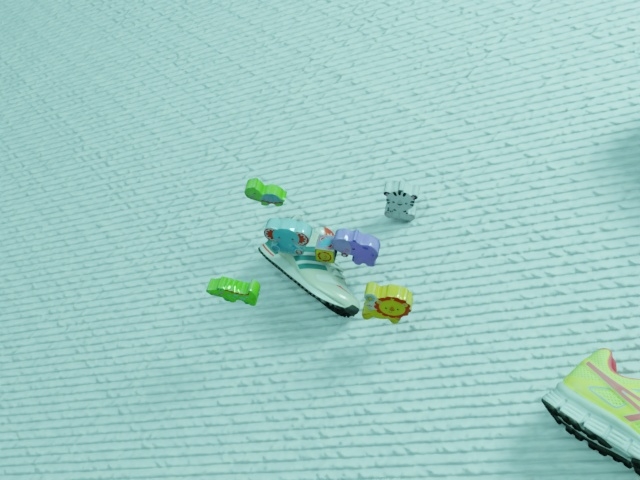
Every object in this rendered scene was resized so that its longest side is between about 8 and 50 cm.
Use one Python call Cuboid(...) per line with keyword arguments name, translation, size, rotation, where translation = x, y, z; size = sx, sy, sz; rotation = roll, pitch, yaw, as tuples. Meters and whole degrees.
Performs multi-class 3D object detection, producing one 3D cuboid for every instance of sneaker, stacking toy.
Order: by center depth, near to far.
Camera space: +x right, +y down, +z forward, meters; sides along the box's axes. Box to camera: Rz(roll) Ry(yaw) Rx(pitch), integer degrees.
Cuboid(name="sneaker", translation=(0.297, 0.159, 0.618), size=(0.208, 0.081, 0.094), rotation=(32, 77, 37))
Cuboid(name="stacking toy", translation=(0.000, 0.000, 0.818), size=(0.221, 0.052, 0.167), rotation=(7, 50, 9))
Cuboid(name="sneaker", translation=(-0.002, 0.023, 0.859), size=(0.161, 0.057, 0.075), rotation=(36, 87, 39))
